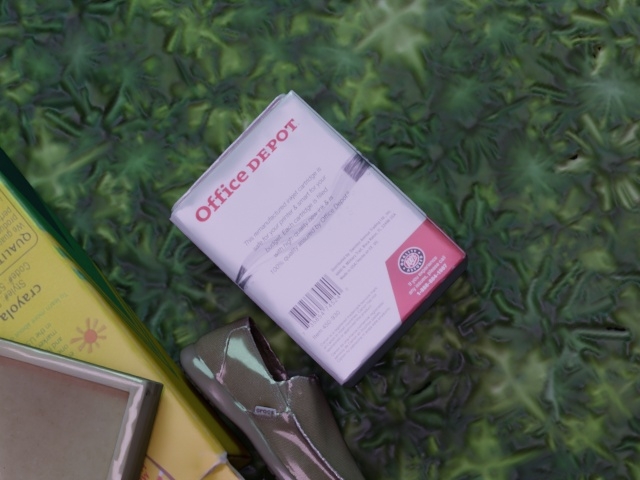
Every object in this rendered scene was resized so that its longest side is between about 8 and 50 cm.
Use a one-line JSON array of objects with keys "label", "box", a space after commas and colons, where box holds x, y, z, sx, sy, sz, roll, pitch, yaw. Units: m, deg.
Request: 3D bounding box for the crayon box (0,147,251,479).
[{"label": "crayon box", "box": [-0.185, 0.102, 0.909, 0.202, 0.081, 0.318, -40, 79, 1]}]

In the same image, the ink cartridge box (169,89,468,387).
[{"label": "ink cartridge box", "box": [0.000, 0.000, 0.911, 0.135, 0.056, 0.099, 44, 89, 10]}]

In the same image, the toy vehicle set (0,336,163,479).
[{"label": "toy vehicle set", "box": [-0.230, 0.118, 0.854, 0.266, 0.035, 0.166, 15, 86, 9]}]

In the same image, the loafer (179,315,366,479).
[{"label": "loafer", "box": [-0.014, 0.099, 0.901, 0.148, 0.056, 0.050, 43, 96, 10]}]
